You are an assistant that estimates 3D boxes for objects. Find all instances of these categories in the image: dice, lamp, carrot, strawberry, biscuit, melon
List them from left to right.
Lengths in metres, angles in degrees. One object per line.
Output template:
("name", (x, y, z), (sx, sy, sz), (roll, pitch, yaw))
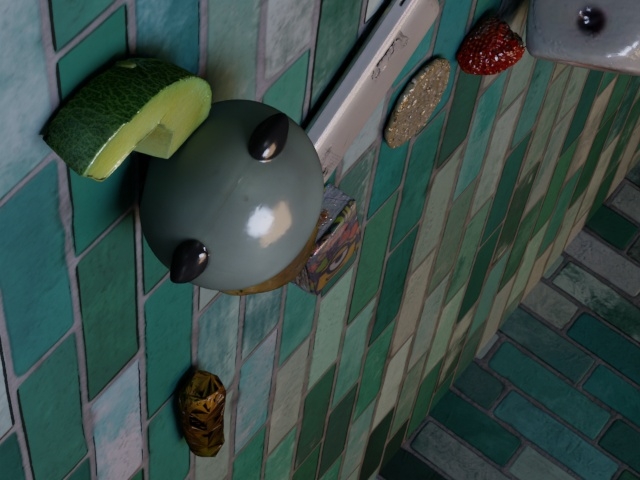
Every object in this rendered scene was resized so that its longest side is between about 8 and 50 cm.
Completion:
("melon", (-0.167, -0.114, 1.506), (0.118, 0.064, 0.209), (-58, 167, 9))
("carrot", (-0.160, 0.240, 2.260), (0.069, 0.069, 0.229), (-49, 164, -22))
("lamp", (-0.090, -0.050, 1.682), (0.198, 0.197, 0.244), (-56, -173, 5))
("biscuit", (0.135, -0.192, 2.311), (0.152, 0.020, 0.152), (-48, 162, -21))
("strawberry", (0.241, -0.273, 2.363), (0.096, 0.083, 0.083), (-29, 172, 18))
("dice", (0.405, -0.343, 2.388), (0.193, 0.194, 0.192), (-12, 114, -75))

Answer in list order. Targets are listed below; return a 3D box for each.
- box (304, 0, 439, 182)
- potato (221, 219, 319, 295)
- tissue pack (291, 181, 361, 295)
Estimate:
("box", (0.053, -0.189, 2.035), (0.285, 0.044, 0.142), (-56, 167, 4))
("potato", (-0.080, 0.013, 1.969), (0.138, 0.098, 0.243), (-59, 163, 20))
("tissue pack", (0.000, 0.000, 2.236), (0.109, 0.060, 0.148), (-51, 163, -15))
